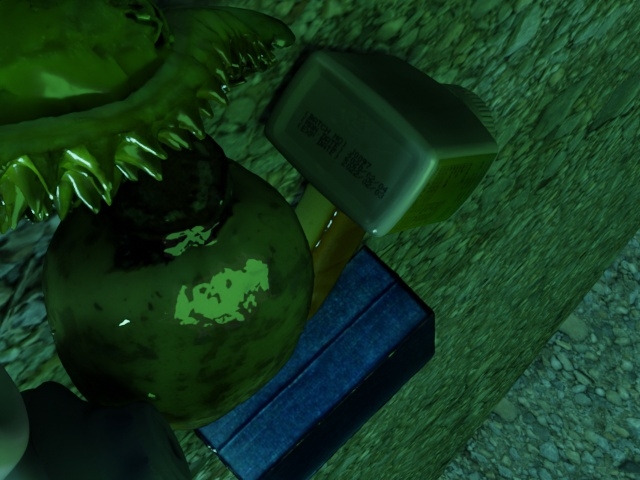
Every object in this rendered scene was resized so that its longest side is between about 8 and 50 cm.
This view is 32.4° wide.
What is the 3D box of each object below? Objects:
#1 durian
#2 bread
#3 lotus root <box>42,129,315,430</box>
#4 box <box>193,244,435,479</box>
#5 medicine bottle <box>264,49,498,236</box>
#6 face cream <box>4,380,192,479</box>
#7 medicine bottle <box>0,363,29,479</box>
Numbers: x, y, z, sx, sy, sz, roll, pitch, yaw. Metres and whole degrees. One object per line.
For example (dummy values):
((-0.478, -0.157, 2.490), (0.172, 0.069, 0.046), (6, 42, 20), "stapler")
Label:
((-0.127, -0.061, 0.512), (0.375, 0.132, 0.106), (-35, 171, -45), "durian")
((0.000, 0.000, 1.017), (0.088, 0.049, 0.226), (-25, 153, -47), "bread")
((-0.094, 0.045, 0.754), (0.173, 0.173, 0.309), (-39, 162, -20), "lotus root")
((0.002, 0.160, 1.233), (0.261, 0.116, 0.279), (-45, 164, -7), "box")
((0.063, -0.079, 0.858), (0.088, 0.132, 0.188), (-56, 159, 23), "medicine bottle")
((-0.259, 0.237, 0.655), (0.420, 0.235, 0.137), (-36, 121, 2), "face cream")
((-0.283, 0.145, 0.560), (0.254, 0.152, 0.152), (-46, 161, 4), "medicine bottle")
